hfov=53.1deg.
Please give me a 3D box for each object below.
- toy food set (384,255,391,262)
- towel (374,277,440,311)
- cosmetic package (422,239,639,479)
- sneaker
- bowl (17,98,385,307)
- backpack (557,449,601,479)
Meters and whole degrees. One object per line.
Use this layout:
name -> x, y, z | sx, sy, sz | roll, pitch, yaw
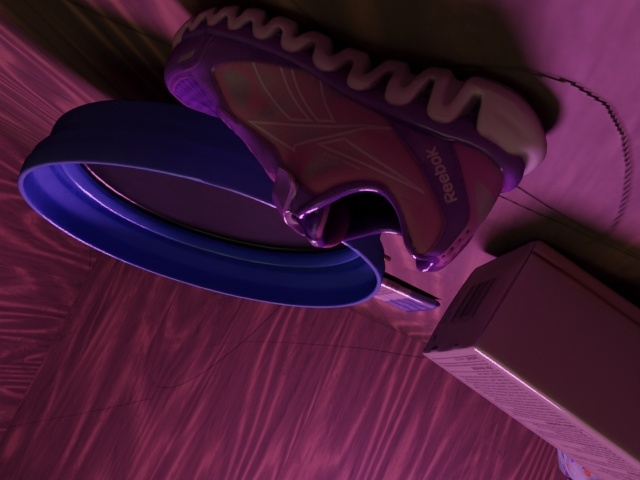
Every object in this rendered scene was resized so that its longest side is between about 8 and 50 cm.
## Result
toy food set -> 0.000, 0.000, 0.977 | 0.192, 0.038, 0.132 | 28, 172, -21
towel -> 0.075, 0.069, 1.243 | 0.285, 0.034, 0.209 | 24, 171, -4
cosmetic package -> 0.263, 0.143, 0.578 | 0.310, 0.113, 0.160 | 35, 166, 0
sneaker -> -0.004, -0.054, 0.362 | 0.237, 0.104, 0.095 | 23, 174, 24
bowl -> -0.117, -0.024, 0.705 | 0.392, 0.077, 0.391 | 13, 161, 4
backpack -> 0.458, 0.302, 0.914 | 0.225, 0.191, 0.253 | -10, 160, 7
